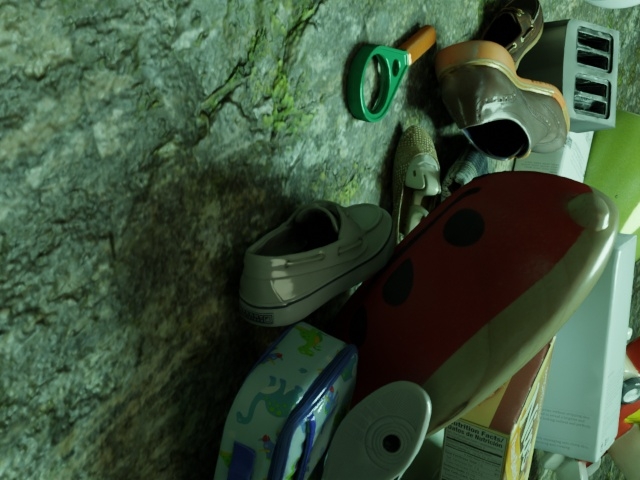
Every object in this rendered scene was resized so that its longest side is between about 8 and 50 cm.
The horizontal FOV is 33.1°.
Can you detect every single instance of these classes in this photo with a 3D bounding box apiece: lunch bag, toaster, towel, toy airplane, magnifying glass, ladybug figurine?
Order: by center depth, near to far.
[{"bbox_3d":[-0.041,0.207,1.086,0.176,0.090,0.218,-43,152,-53],"label":"lunch bag"},{"bbox_3d":[0.148,0.067,1.210,0.449,0.162,0.305,-47,-176,41],"label":"ladybug figurine"},{"bbox_3d":[0.092,-0.220,1.352,0.231,0.026,0.092,-44,135,-48],"label":"magnifying glass"},{"bbox_3d":[0.219,0.029,1.563,0.312,0.056,0.324,-48,133,-69],"label":"towel"},{"bbox_3d":[0.402,-0.271,1.765,0.186,0.110,0.168,5,87,-38],"label":"toaster"},{"bbox_3d":[0.604,0.349,2.133,0.273,0.384,0.385,0,86,-23],"label":"toy airplane"}]

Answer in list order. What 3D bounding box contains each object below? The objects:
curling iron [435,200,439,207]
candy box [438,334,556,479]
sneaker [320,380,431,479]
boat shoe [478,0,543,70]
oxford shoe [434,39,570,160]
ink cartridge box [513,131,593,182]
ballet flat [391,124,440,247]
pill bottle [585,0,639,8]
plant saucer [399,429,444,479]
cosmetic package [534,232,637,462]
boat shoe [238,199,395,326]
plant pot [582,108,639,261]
[{"bbox_3d":[0.182,0.015,1.583,0.068,0.035,0.274,-60,151,-12],"label":"curling iron"},{"bbox_3d":[0.219,0.275,1.389,0.183,0.088,0.316,-54,153,-43],"label":"candy box"},{"bbox_3d":[0.046,0.234,1.118,0.216,0.079,0.121,-59,168,5],"label":"sneaker"},{"bbox_3d":[0.291,-0.320,1.655,0.207,0.073,0.073,-61,149,-35],"label":"boat shoe"},{"bbox_3d":[0.271,-0.168,1.576,0.364,0.130,0.132,18,63,-53],"label":"oxford shoe"},{"bbox_3d":[0.421,-0.160,1.936,0.158,0.092,0.217,38,62,-59],"label":"ink cartridge box"},{"bbox_3d":[0.129,-0.048,1.407,0.073,0.067,0.206,3,94,-28],"label":"ballet flat"},{"bbox_3d":[0.552,-0.542,1.933,0.408,0.229,0.228,-35,127,-55],"label":"pill bottle"},{"bbox_3d":[0.138,0.416,1.539,0.400,0.101,0.400,-25,119,-59],"label":"plant saucer"},{"bbox_3d":[0.421,0.170,1.900,0.156,0.217,0.384,-16,114,-61],"label":"cosmetic package"},{"bbox_3d":[0.000,0.000,1.164,0.267,0.096,0.088,-30,129,-47],"label":"boat shoe"},{"bbox_3d":[0.542,-0.053,2.055,0.293,0.275,0.274,-55,146,-15],"label":"plant pot"}]
